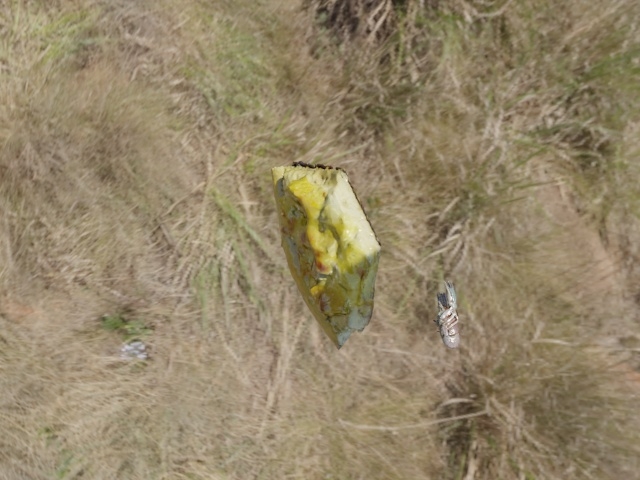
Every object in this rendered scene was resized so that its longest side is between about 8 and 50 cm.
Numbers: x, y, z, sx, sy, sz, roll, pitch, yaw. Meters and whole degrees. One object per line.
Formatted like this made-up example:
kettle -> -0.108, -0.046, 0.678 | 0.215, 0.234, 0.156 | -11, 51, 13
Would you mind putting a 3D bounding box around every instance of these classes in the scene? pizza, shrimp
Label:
pizza -> -0.001, 0.000, 0.627 | 0.036, 0.099, 0.160 | -11, 68, -29
shrimp -> 0.166, 0.100, 1.104 | 0.029, 0.038, 0.092 | 11, 65, -17
